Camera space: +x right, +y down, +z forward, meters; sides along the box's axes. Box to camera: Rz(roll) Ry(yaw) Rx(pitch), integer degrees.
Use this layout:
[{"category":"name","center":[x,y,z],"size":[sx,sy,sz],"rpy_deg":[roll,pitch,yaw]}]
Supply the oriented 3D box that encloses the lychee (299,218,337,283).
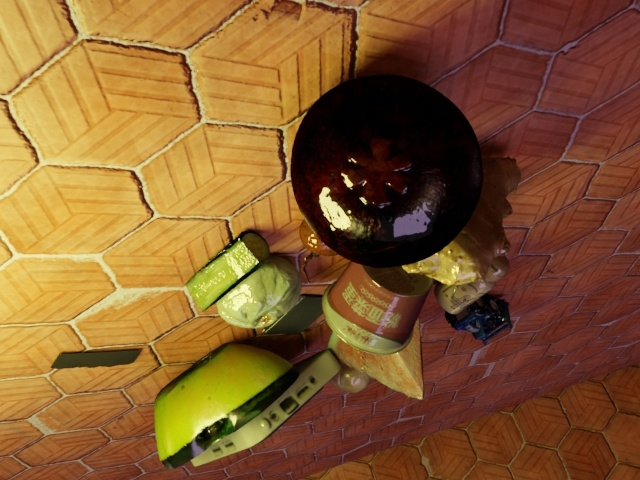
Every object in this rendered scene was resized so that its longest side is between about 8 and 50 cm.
[{"category":"lychee","center":[0.000,-0.006,1.478],"size":[0.140,0.101,0.114],"rpy_deg":[-36,-169,4]}]

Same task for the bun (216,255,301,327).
[{"category":"bun","center":[-0.129,0.122,1.613],"size":[0.195,0.118,0.195],"rpy_deg":[-17,148,-11]}]

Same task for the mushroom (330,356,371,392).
[{"category":"mushroom","center":[0.088,0.403,2.248],"size":[0.148,0.112,0.148],"rpy_deg":[16,157,7]}]

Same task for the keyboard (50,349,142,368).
[{"category":"keyboard","center":[-0.520,0.274,1.724],"size":[0.196,0.015,0.074],"rpy_deg":[2,140,-37]}]

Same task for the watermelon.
[{"category":"watermelon","center":[0.216,0.255,1.959],"size":[0.250,0.292,0.283],"rpy_deg":[-39,164,-35]}]

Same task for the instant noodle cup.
[{"category":"instant noodle cup","center":[0.138,0.116,1.685],"size":[0.234,0.235,0.178],"rpy_deg":[-3,137,-29]}]

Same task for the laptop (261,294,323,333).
[{"category":"laptop","center":[-0.053,0.190,1.885],"size":[0.129,0.016,0.180],"rpy_deg":[7,142,-41]}]

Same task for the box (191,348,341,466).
[{"category":"box","center":[-0.153,0.452,1.982],"size":[0.367,0.090,0.373],"rpy_deg":[-35,-178,-43]}]

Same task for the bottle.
[{"category":"bottle","center":[0.406,0.101,1.956],"size":[0.209,0.097,0.110],"rpy_deg":[-42,177,34]}]

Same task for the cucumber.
[{"category":"cucumber","center":[-0.191,0.062,1.521],"size":[0.211,0.078,0.062],"rpy_deg":[-39,179,35]}]

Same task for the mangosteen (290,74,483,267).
[{"category":"mangosteen","center":[0.107,-0.115,1.202],"size":[0.306,0.307,0.347],"rpy_deg":[-27,-176,11]}]

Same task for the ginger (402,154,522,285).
[{"category":"ginger","center":[0.255,-0.057,1.426],"size":[0.236,0.375,0.166],"rpy_deg":[4,116,19]}]

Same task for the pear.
[{"category":"pear","center":[-0.260,0.373,1.828],"size":[0.398,0.165,0.399],"rpy_deg":[-35,180,0]}]

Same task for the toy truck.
[{"category":"toy truck","center":[0.481,0.234,2.201],"size":[0.208,0.126,0.113],"rpy_deg":[8,141,-43]}]
